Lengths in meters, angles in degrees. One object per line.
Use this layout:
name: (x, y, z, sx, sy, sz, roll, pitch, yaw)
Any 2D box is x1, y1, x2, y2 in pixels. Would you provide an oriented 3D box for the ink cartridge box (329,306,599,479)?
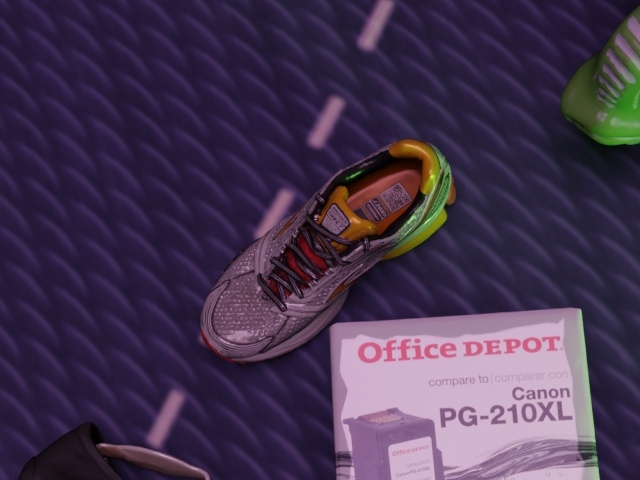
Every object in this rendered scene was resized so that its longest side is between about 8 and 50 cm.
ink cartridge box: (0.097, 0.171, 0.925, 0.172, 0.100, 0.237, -4, 74, 2)

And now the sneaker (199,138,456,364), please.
sneaker: (0.000, 0.000, 1.014, 0.225, 0.093, 0.088, -42, 75, -6)

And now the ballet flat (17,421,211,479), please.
ballet flat: (-0.088, 0.209, 0.955, 0.280, 0.095, 0.096, 29, 64, 21)

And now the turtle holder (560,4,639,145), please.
turtle holder: (0.340, -0.180, 0.961, 0.243, 0.227, 0.320, 25, 79, 11)
